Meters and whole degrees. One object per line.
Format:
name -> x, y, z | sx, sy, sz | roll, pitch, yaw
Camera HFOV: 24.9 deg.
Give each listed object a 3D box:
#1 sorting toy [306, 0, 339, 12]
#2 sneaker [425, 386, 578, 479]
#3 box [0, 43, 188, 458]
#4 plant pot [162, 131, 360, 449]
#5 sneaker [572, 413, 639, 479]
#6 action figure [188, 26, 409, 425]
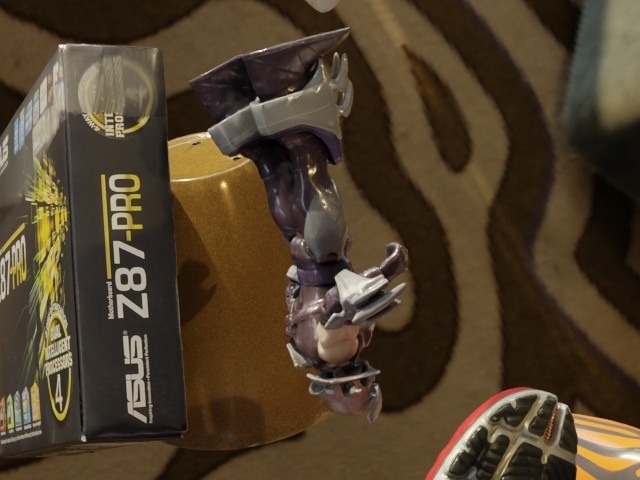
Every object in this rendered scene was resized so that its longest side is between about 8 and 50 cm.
sorting toy -> -0.013, -0.142, 0.685 | 0.083, 0.075, 0.045 | 13, 47, -4
sneaker -> 0.074, 0.215, 1.014 | 0.107, 0.118, 0.279 | 27, 96, -25
box -> -0.220, 0.030, 1.299 | 0.097, 0.395, 0.318 | 1, 81, -21
plant pot -> -0.097, 0.032, 1.406 | 0.237, 0.237, 0.254 | -35, 125, -41
sneaker -> 0.336, 0.179, 1.188 | 0.321, 0.180, 0.124 | 19, 40, 10
action figure -> 0.000, 0.000, 1.036 | 0.099, 0.185, 0.285 | -18, 98, -21
